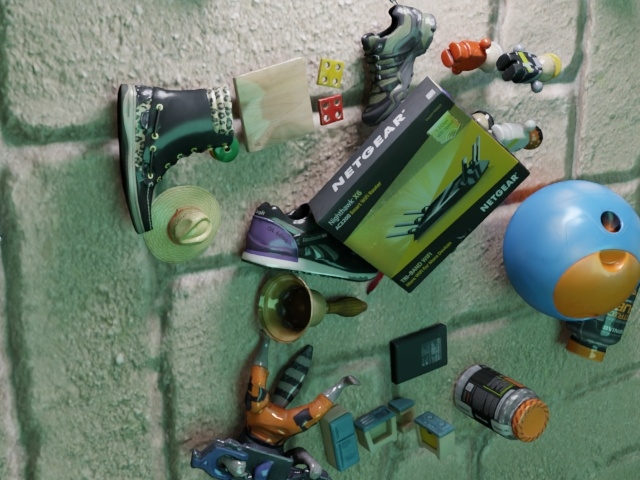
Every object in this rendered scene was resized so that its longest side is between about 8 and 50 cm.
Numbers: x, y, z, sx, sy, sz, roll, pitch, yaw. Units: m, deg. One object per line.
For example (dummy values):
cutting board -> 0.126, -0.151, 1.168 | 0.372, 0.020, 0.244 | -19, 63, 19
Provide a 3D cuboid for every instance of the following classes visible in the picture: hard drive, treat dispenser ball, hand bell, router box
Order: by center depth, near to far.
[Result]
router box -> 0.171, -0.091, 1.685 | 0.243, 0.081, 0.309 | 36, 105, -28
hand bell -> 0.010, 0.126, 1.792 | 0.242, 0.126, 0.126 | 6, 102, -52
treat dispenser ball -> 0.519, 0.020, 1.985 | 0.288, 0.288, 0.288 | -12, 111, -32
hard drive -> 0.204, 0.234, 2.001 | 0.135, 0.022, 0.094 | -16, 114, -30

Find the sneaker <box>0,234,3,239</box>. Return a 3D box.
sneaker -> -0.508, 0.022, 1.428 | 0.098, 0.038, 0.069 | -51, 125, -10

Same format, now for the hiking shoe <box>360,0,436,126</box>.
hiking shoe -> 0.112, -0.319, 1.734 | 0.114, 0.086, 0.227 | 24, 97, -14

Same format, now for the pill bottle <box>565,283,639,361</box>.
pill bottle -> 0.641, 0.150, 2.210 | 0.130, 0.130, 0.246 | 13, 98, -37

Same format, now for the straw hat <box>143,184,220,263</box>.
straw hat -> -0.216, -0.021, 1.603 | 0.144, 0.061, 0.145 | -12, 112, -32

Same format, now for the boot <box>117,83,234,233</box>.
boot -> -0.224, -0.131, 1.522 | 0.178, 0.085, 0.237 | -6, 105, -16

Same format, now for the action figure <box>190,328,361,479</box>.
action figure -> -0.053, 0.371, 1.779 | 0.341, 0.178, 0.330 | 27, 94, -13

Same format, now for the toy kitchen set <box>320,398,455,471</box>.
toy kitchen set -> 0.134, 0.381, 1.910 | 0.207, 0.166, 0.122 | -24, 118, -27

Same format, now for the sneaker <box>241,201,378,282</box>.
sneaker -> 0.000, 0.000, 1.737 | 0.283, 0.107, 0.124 | 10, 93, -36

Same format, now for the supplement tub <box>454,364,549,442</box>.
supplement tub -> 0.385, 0.349, 2.058 | 0.117, 0.190, 0.117 | -11, 111, -31

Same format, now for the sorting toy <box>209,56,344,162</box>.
sorting toy -> -0.078, -0.234, 1.638 | 0.274, 0.046, 0.132 | -23, 117, -27

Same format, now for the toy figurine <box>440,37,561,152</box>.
toy figurine -> 0.329, -0.267, 1.809 | 0.148, 0.209, 0.213 | -6, 108, -41

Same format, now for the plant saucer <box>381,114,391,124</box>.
plant saucer -> 0.144, -0.199, 1.763 | 0.195, 0.037, 0.195 | -38, 165, -12

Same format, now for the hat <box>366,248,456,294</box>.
hat -> 0.159, -0.040, 1.882 | 0.209, 0.183, 0.173 | -77, 148, -45
